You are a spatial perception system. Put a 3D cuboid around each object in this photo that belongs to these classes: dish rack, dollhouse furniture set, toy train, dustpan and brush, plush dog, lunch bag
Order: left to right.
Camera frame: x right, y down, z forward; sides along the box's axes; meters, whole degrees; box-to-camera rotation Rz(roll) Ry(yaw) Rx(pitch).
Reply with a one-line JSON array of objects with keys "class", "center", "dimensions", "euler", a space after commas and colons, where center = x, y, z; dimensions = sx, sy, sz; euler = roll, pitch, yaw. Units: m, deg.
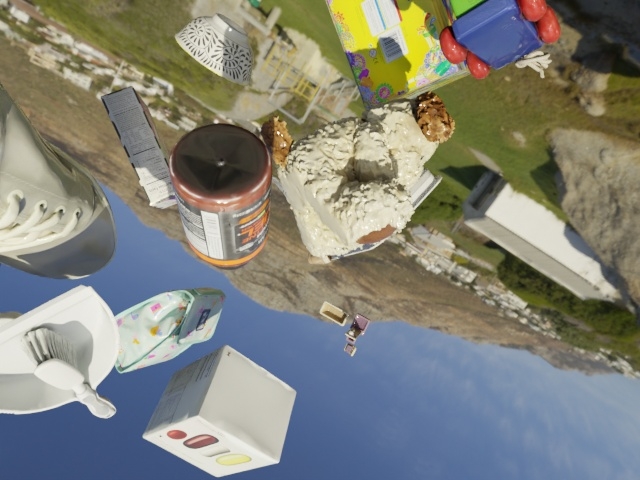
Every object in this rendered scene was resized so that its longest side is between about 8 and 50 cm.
[{"class": "dustpan and brush", "center": [-0.276, 0.151, 0.484], "dimensions": [0.060, 0.147, 0.211], "euler": [48, 156, 23]}, {"class": "lunch bag", "center": [-0.387, 0.213, 1.148], "dimensions": [0.160, 0.262, 0.223], "euler": [58, -175, 12]}, {"class": "dollhouse furniture set", "center": [0.036, 0.198, 0.983], "dimensions": [0.114, 0.091, 0.081], "euler": [28, -170, 16]}, {"class": "plush dog", "center": [0.062, -0.112, 0.604], "dimensions": [0.211, 0.225, 0.262], "euler": [60, 164, 0]}, {"class": "dish rack", "center": [0.149, -0.077, 1.180], "dimensions": [0.072, 0.285, 0.333], "euler": [49, 160, -8]}, {"class": "toy train", "center": [0.220, -0.286, 0.537], "dimensions": [0.248, 0.105, 0.144], "euler": [-10, -98, -52]}]

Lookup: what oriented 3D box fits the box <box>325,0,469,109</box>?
[{"class": "box", "center": [0.158, -0.432, 0.850], "dimensions": [0.279, 0.177, 0.290], "euler": [-39, -71, -59]}]

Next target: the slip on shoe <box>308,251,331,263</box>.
[{"class": "slip on shoe", "center": [0.000, 0.000, 0.883], "dimensions": [0.135, 0.041, 0.051], "euler": [-88, -27, -50]}]

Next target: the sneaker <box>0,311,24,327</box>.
[{"class": "sneaker", "center": [-0.637, 0.187, 0.781], "dimensions": [0.108, 0.292, 0.169], "euler": [57, 179, -33]}]

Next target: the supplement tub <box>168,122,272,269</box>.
[{"class": "supplement tub", "center": [-0.111, -0.036, 0.517], "dimensions": [0.106, 0.106, 0.198], "euler": [35, 153, 10]}]

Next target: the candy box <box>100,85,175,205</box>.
[{"class": "candy box", "center": [-0.369, -0.190, 0.941], "dimensions": [0.159, 0.071, 0.234], "euler": [-167, 55, -78]}]

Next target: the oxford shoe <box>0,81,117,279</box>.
[{"class": "oxford shoe", "center": [-0.319, -0.047, 0.424], "dimensions": [0.130, 0.169, 0.449], "euler": [58, 161, 22]}]

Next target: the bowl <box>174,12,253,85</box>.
[{"class": "bowl", "center": [-0.194, -0.394, 0.873], "dimensions": [0.170, 0.080, 0.170], "euler": [31, -153, -17]}]

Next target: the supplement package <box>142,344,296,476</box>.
[{"class": "supplement package", "center": [-0.196, 0.346, 0.871], "dimensions": [0.194, 0.203, 0.149], "euler": [41, -142, -22]}]
